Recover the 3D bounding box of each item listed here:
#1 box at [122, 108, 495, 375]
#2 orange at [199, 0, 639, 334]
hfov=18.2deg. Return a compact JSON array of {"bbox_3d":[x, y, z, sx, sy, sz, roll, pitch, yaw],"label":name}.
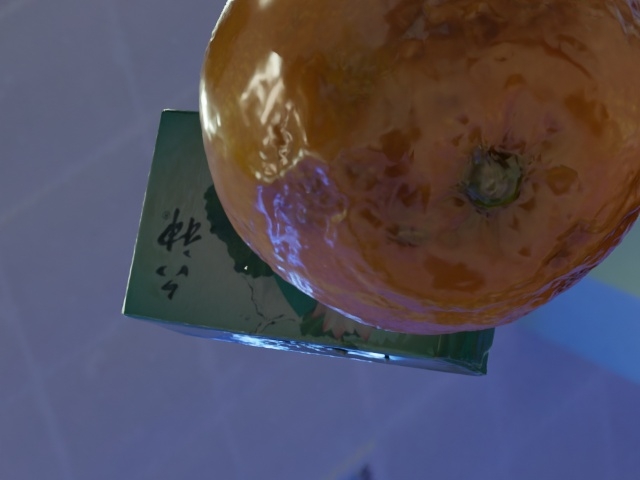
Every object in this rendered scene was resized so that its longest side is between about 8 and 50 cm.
[{"bbox_3d":[0.000,0.000,1.358,0.092,0.245,0.153,24,-107,-63],"label":"box"},{"bbox_3d":[0.062,-0.075,1.109,0.261,0.261,0.261,-22,-57,-38],"label":"orange"}]
